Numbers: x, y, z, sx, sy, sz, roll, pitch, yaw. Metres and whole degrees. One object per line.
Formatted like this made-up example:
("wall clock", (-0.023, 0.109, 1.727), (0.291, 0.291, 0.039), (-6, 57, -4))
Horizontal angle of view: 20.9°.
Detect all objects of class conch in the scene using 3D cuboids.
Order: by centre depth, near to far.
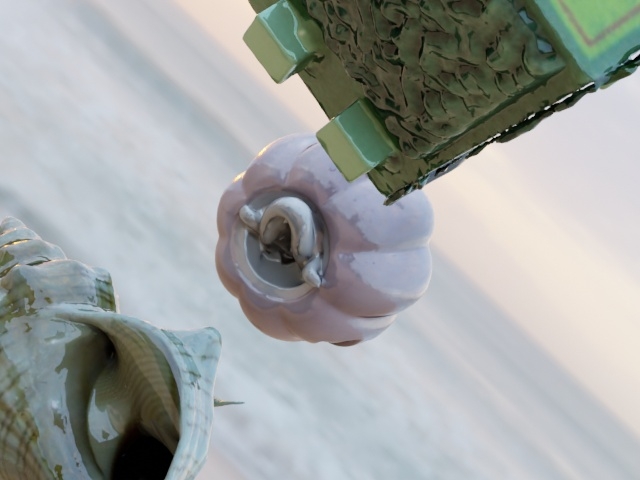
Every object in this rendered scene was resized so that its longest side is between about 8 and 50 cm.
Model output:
("conch", (-0.154, 0.127, 1.217), (0.386, 0.203, 0.169), (57, 16, 23))

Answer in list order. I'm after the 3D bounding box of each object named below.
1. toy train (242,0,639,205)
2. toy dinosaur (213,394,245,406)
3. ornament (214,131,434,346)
("toy train", (0.089, -0.131, 0.792), (0.159, 0.188, 0.271), (56, -22, -3))
("toy dinosaur", (-0.099, 0.138, 1.510), (0.062, 0.083, 0.021), (-63, 145, -67))
("ornament", (-0.001, 0.000, 1.385), (0.177, 0.177, 0.177), (43, 3, -3))
